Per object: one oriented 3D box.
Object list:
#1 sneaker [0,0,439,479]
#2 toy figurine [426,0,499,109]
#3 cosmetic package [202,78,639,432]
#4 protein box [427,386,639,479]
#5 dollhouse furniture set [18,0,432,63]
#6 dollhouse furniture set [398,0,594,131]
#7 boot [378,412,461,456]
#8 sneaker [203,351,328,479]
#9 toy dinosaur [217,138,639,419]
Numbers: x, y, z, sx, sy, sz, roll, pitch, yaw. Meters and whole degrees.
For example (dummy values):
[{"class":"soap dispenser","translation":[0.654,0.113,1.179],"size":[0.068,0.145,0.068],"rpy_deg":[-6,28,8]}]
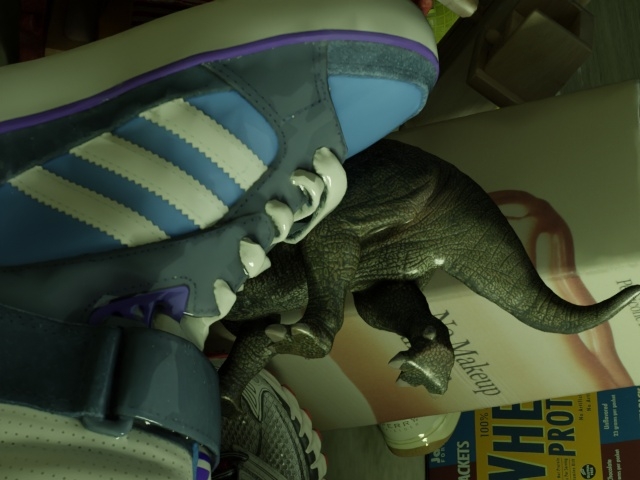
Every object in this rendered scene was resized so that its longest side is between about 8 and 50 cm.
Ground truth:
[{"class":"sneaker","translation":[-0.058,0.035,0.668],"size":[0.236,0.323,0.130],"rpy_deg":[67,-25,16]},{"class":"toy figurine","translation":[0.192,-0.154,1.462],"size":[0.362,0.191,0.217],"rpy_deg":[-21,104,-65]},{"class":"cosmetic package","translation":[0.071,0.021,0.954],"size":[0.153,0.296,0.129],"rpy_deg":[49,36,-48]},{"class":"protein box","translation":[0.217,0.188,1.330],"size":[0.201,0.200,0.136],"rpy_deg":[42,42,-53]},{"class":"dollhouse furniture set","translation":[-0.049,-0.256,0.870],"size":[0.152,0.201,0.374],"rpy_deg":[113,-19,-62]},{"class":"dollhouse furniture set","translation":[0.000,-0.223,1.084],"size":[0.356,0.174,0.303],"rpy_deg":[33,30,-10]},{"class":"boot","translation":[0.064,0.037,1.211],"size":[0.165,0.077,0.213],"rpy_deg":[60,33,-33]},{"class":"sneaker","translation":[-0.045,0.174,0.887],"size":[0.093,0.088,0.225],"rpy_deg":[0,79,-65]},{"class":"toy dinosaur","translation":[0.000,0.000,0.796],"size":[0.121,0.314,0.160],"rpy_deg":[51,40,-43]}]
